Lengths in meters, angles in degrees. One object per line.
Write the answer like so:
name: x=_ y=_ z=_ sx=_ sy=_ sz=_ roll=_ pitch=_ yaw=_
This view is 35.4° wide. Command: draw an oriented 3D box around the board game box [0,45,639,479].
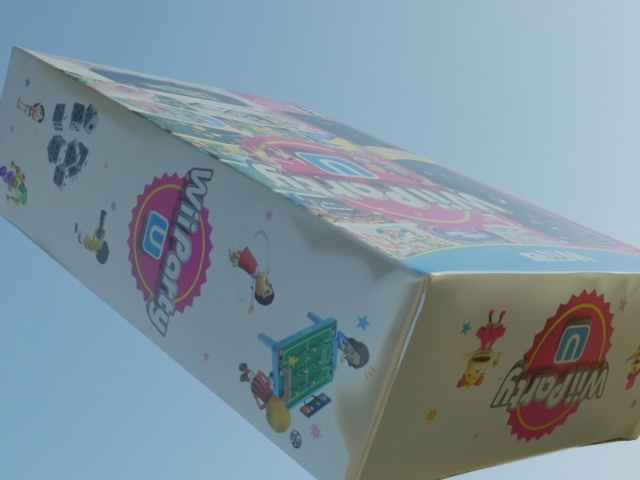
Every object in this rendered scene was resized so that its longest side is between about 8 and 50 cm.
board game box: x=0.000 y=0.000 z=0.513 sx=0.224 sy=0.303 sz=0.098 roll=2 pitch=-69 yaw=-46
